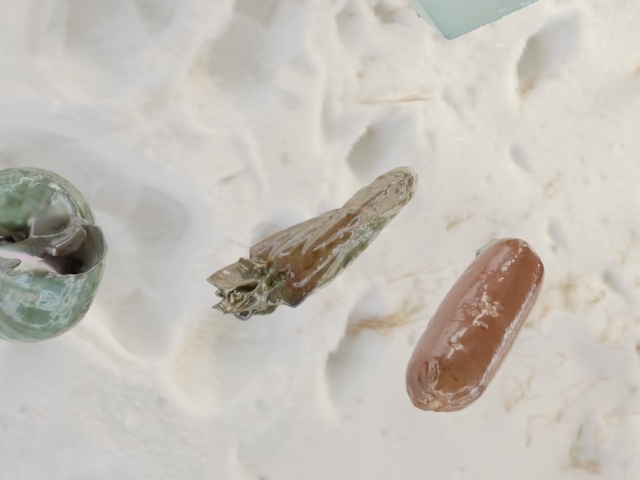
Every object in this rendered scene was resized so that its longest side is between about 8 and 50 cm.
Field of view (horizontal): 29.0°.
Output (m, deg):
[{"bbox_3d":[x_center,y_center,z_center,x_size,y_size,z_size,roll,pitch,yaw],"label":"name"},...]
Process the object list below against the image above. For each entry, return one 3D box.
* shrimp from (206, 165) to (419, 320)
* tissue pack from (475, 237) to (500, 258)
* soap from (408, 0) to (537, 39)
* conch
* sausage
[{"bbox_3d":[0.000,0.000,1.277,0.077,0.168,0.317,47,39,9],"label":"shrimp"},{"bbox_3d":[0.255,0.076,1.788,0.109,0.060,0.148,-24,117,-67],"label":"tissue pack"},{"bbox_3d":[0.108,-0.297,1.098,0.091,0.145,0.230,47,28,-51],"label":"soap"},{"bbox_3d":[-0.338,0.011,1.438,0.220,0.277,0.195,-13,99,10],"label":"conch"},{"bbox_3d":[0.188,0.112,1.529,0.113,0.114,0.259,55,50,-21],"label":"sausage"}]
